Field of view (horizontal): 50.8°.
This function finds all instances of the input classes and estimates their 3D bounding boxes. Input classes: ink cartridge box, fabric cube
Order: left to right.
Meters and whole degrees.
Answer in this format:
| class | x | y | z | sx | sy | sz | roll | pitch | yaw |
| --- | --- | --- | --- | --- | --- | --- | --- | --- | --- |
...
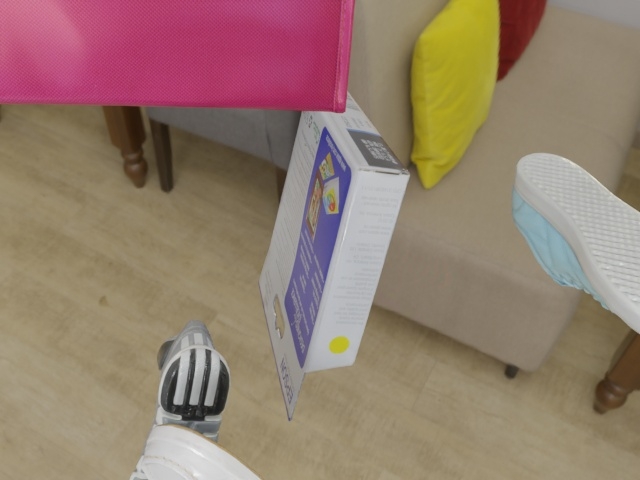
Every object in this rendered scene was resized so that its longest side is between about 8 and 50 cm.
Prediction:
| class | x | y | z | sx | sy | sz | roll | pitch | yaw |
| --- | --- | --- | --- | --- | --- | --- | --- | --- | --- |
| fabric cube | -0.116 | -0.249 | 0.457 | 0.258 | 0.254 | 0.259 | -1 | 31 | -7 |
| ink cartridge box | 0.000 | 0.000 | 0.809 | 0.072 | 0.307 | 0.303 | 5 | 27 | -15 |

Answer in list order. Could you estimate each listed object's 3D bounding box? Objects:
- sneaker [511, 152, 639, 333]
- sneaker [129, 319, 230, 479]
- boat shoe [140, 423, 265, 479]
| class | x | y | z | sx | sy | sz | roll | pitch | yaw |
| --- | --- | --- | --- | --- | --- | --- | --- | --- | --- |
| sneaker | 0.407 | 0.025 | 1.002 | 0.135 | 0.150 | 0.365 | -14 | 45 | -8 |
| sneaker | -0.146 | 0.188 | 0.708 | 0.086 | 0.228 | 0.132 | 13 | 18 | -18 |
| boat shoe | -0.062 | 0.269 | 0.534 | 0.096 | 0.098 | 0.277 | -46 | 109 | -40 |
